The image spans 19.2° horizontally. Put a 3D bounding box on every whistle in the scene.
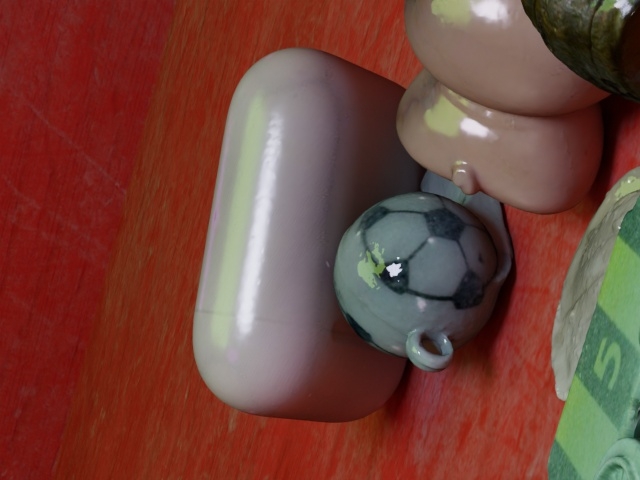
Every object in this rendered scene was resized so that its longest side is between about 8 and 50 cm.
[{"bbox_3d":[0.085,0.007,1.711,0.290,0.163,0.163,-97,24,-44],"label":"whistle"}]

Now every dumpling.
[{"bbox_3d":[0.225,0.029,1.345,0.150,0.092,0.176,-131,54,-65],"label":"dumpling"}]

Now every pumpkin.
[{"bbox_3d":[0.223,-0.202,1.254,0.131,0.126,0.248,61,140,48],"label":"pumpkin"}]

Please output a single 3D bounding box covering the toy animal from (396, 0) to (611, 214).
[{"bbox_3d":[0.151,-0.142,1.508,0.221,0.210,0.229,-69,-16,6],"label":"toy animal"}]

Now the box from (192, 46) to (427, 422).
[{"bbox_3d":[-0.001,0.000,1.827,0.141,0.288,0.349,6,86,28],"label":"box"}]

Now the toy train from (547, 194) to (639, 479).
[{"bbox_3d":[0.238,0.104,1.153,0.238,0.167,0.299,-117,42,-73],"label":"toy train"}]
